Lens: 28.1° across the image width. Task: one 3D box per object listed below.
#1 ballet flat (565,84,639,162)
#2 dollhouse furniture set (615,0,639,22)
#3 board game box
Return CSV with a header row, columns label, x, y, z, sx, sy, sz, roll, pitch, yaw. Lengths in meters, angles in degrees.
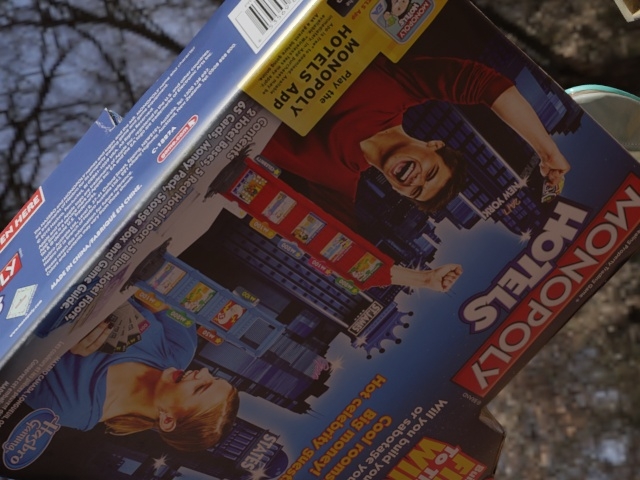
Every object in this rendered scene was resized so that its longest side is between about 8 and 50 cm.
label,x,y,z,sx,sy,sz,roll,pitch,yaw
ballet flat,0.229,-0.050,0.918,0.213,0.072,0.068,21,-118,-54
dollhouse furniture set,0.300,-0.282,1.012,0.101,0.182,0.161,-47,-70,-30
board game box,0.008,0.023,0.410,0.194,0.194,0.060,36,-168,-35
